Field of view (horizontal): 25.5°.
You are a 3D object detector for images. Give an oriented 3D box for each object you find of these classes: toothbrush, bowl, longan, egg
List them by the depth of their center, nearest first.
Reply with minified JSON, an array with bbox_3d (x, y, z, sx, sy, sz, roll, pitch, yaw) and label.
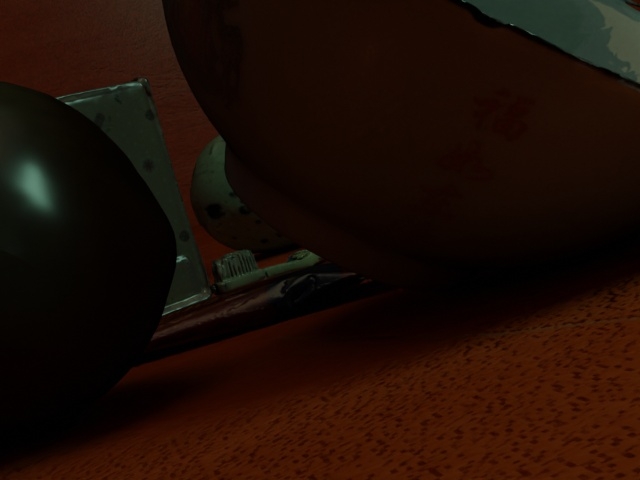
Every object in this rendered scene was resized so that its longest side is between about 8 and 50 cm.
[{"bbox_3d":[-0.173,0.011,0.688,0.212,0.198,0.198,-14,5,38],"label":"longan"},{"bbox_3d":[0.045,-0.076,0.714,0.157,0.345,0.345,-63,-13,18],"label":"bowl"},{"bbox_3d":[0.002,0.006,1.124,0.026,0.028,0.294,-14,1,33],"label":"toothbrush"},{"bbox_3d":[-0.052,-0.049,1.369,0.131,0.131,0.164,-21,18,-41],"label":"egg"}]

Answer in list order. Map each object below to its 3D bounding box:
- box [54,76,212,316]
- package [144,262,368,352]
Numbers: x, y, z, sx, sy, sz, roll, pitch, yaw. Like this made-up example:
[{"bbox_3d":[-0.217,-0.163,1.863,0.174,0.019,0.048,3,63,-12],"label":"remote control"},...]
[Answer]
[{"bbox_3d":[-0.265,0.003,1.155,0.225,0.190,0.297,-19,4,-31],"label":"box"},{"bbox_3d":[-0.046,0.041,0.860,0.200,0.022,0.083,-19,4,10],"label":"package"}]
